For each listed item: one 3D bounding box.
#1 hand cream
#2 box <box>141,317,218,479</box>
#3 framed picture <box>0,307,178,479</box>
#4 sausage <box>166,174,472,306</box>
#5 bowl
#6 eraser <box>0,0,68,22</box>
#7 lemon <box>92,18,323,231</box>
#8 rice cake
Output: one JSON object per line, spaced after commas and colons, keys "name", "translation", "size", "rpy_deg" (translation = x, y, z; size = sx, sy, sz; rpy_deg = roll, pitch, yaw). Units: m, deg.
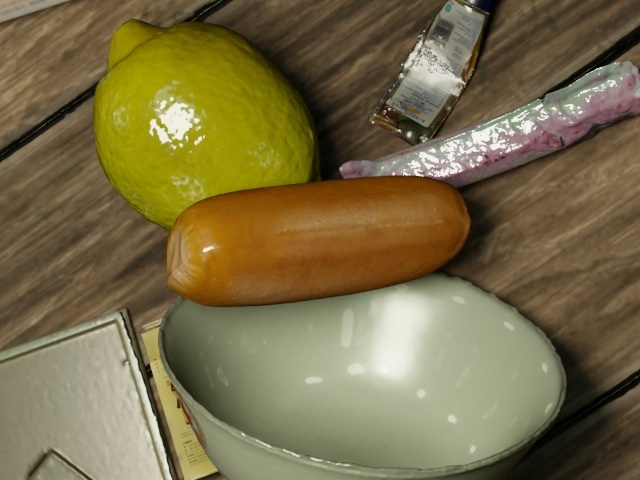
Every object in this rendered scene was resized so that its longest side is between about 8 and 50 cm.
{"name": "hand cream", "translation": [0.108, -0.163, 1.765], "size": [0.062, 0.039, 0.163], "rpy_deg": [31, 94, 12]}
{"name": "box", "translation": [-0.108, 0.135, 1.758], "size": [0.073, 0.020, 0.149], "rpy_deg": [-22, 79, 23]}
{"name": "framed picture", "translation": [-0.232, 0.230, 1.776], "size": [0.211, 0.020, 0.289], "rpy_deg": [-20, 78, 8]}
{"name": "sausage", "translation": [0.000, 0.000, 1.641], "size": [0.274, 0.105, 0.105], "rpy_deg": [-8, 78, -28]}
{"name": "bowl", "translation": [0.026, 0.154, 1.635], "size": [0.337, 0.337, 0.157], "rpy_deg": [15, 119, 12]}
{"name": "eraser", "translation": [-0.228, -0.271, 1.810], "size": [0.352, 0.089, 0.061], "rpy_deg": [-16, 37, 8]}
{"name": "lemon", "translation": [-0.097, -0.087, 1.714], "size": [0.248, 0.184, 0.184], "rpy_deg": [44, 91, -6]}
{"name": "rice cake", "translation": [0.153, -0.086, 1.720], "size": [0.290, 0.081, 0.051], "rpy_deg": [-20, 65, 7]}
